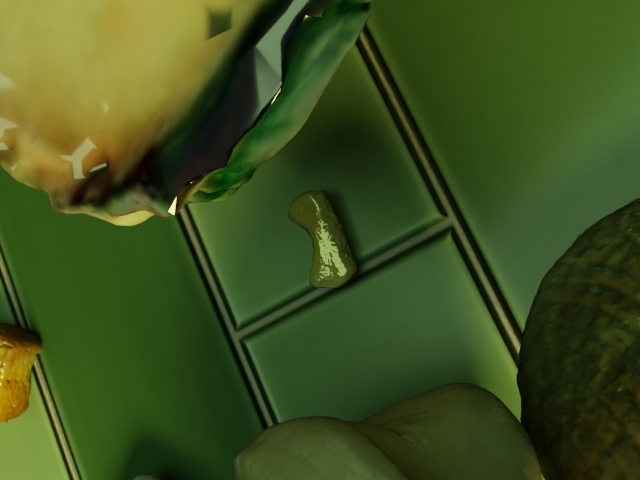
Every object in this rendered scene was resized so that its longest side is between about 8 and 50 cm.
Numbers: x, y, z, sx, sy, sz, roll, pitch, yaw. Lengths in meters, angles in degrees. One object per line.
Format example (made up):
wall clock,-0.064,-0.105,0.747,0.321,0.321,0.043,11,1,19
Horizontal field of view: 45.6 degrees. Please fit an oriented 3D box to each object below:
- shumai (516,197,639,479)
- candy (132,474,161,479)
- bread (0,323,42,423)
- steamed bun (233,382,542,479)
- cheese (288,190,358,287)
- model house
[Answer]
shumai,0.255,0.106,0.470,0.222,0.203,0.272,-6,57,51
candy,-0.114,0.297,0.643,0.174,0.071,0.138,24,97,23
bread,-0.366,0.127,0.770,0.187,0.065,0.103,0,89,23
steamed bun,0.004,0.275,0.432,0.255,0.342,0.368,0,93,1
cheese,0.000,0.000,0.629,0.044,0.030,0.083,-25,83,15
model house,-0.045,-0.276,0.496,0.395,0.400,0.446,31,108,10
